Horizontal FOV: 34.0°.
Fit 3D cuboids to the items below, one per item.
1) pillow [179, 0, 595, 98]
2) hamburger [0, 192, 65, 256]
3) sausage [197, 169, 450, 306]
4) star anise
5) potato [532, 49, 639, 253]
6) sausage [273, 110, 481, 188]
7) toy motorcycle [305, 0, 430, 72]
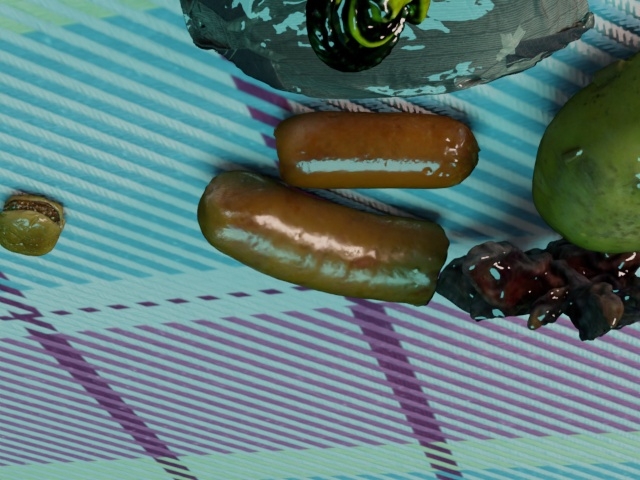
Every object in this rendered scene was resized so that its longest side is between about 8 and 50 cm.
[{"bbox_3d":[0.047,-0.189,0.838,0.335,0.092,0.161,-3,138,13],"label":"pillow"},{"bbox_3d":[-0.327,-0.016,1.172,0.076,0.044,0.083,15,146,-11],"label":"hamburger"},{"bbox_3d":[0.000,-0.001,1.103,0.270,0.109,0.109,16,143,-15],"label":"sausage"},{"bbox_3d":[0.236,0.036,1.055,0.212,0.129,0.283,-15,-177,-5],"label":"star anise"},{"bbox_3d":[0.294,-0.081,0.905,0.197,0.148,0.228,-4,147,-10],"label":"potato"},{"bbox_3d":[0.053,-0.085,0.998,0.198,0.076,0.076,2,144,4],"label":"sausage"},{"bbox_3d":[0.033,-0.284,0.647,0.142,0.206,0.342,17,143,37],"label":"toy motorcycle"}]
